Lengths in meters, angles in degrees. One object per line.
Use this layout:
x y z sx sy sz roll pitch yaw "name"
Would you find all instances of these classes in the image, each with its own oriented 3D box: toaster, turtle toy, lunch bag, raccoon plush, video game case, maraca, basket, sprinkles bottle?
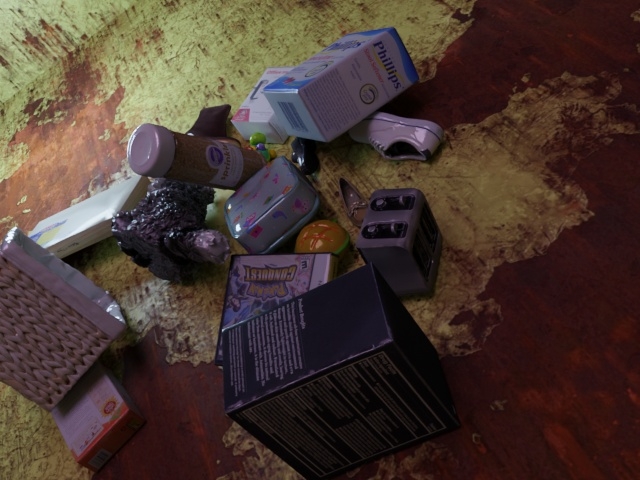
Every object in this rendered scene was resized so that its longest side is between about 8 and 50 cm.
0.159 0.011 1.477 0.110 0.185 0.168 -6 43 29 "toaster"
-0.173 -0.233 2.004 0.095 0.066 0.130 -10 49 29 "turtle toy"
-0.122 -0.077 1.758 0.224 0.108 0.279 -43 23 5 "lunch bag"
-0.298 -0.058 1.848 0.447 0.216 0.299 9 54 37 "raccoon plush"
-0.096 0.149 1.568 0.275 0.035 0.248 -2 74 34 "video game case"
0.000 0.000 1.651 0.127 0.099 0.185 -19 26 -1 "maraca"
-0.670 0.177 1.750 0.266 0.331 0.328 -53 20 -7 "basket"
-0.289 -0.192 1.809 0.121 0.356 0.121 -5 82 40 "sprinkles bottle"

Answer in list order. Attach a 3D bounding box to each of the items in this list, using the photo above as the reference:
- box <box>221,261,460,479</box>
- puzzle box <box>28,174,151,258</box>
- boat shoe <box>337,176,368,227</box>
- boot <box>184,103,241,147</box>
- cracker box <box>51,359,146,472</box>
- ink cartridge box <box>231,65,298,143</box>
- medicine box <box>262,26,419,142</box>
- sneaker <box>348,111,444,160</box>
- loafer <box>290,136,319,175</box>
0.036 0.233 1.265 0.294 0.296 0.182 -25 43 14 "box"
-0.699 -0.044 2.166 0.409 0.052 0.272 -22 27 18 "puzzle box"
0.076 -0.088 1.709 0.056 0.048 0.153 -30 42 10 "boat shoe"
-0.301 -0.321 2.155 0.249 0.090 0.206 -4 54 38 "boot"
-0.511 0.390 1.689 0.155 0.067 0.232 -46 42 -8 "cracker box"
-0.124 -0.382 2.084 0.159 0.092 0.217 9 58 40 "ink cartridge box"
0.045 -0.384 1.835 0.289 0.149 0.263 -36 22 -13 "medicine box"
0.160 -0.240 1.750 0.258 0.094 0.091 10 58 41 "sneaker"
-0.045 -0.214 1.907 0.061 0.062 0.170 -32 31 20 "loafer"
